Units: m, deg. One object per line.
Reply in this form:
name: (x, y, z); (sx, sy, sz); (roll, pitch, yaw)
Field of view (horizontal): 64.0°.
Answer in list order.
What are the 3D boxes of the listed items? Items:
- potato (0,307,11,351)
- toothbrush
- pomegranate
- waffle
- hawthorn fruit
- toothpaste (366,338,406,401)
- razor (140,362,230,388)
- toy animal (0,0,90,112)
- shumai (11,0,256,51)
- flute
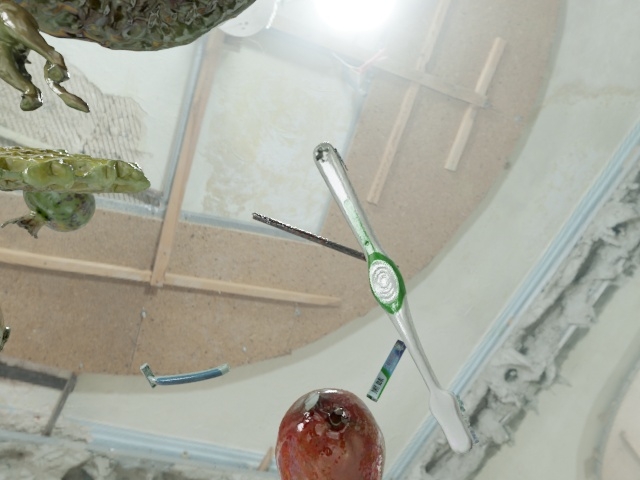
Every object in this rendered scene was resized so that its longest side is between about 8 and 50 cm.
potato: (-0.421, 0.031, 0.450); (0.298, 0.176, 0.141); (43, -48, 0)
toothbrush: (0.073, 0.041, 0.606); (0.042, 0.417, 0.040); (-35, -26, 22)
pomegranate: (-0.461, -0.059, 0.876); (0.161, 0.122, 0.122); (-50, -53, -32)
waffle: (-0.241, -0.056, 0.411); (0.184, 0.169, 0.036); (-4, -77, -45)
hawthorn fruit: (0.018, 0.315, 0.801); (0.185, 0.185, 0.202); (-12, -48, -18)
toothpaste: (0.086, 0.167, 0.661); (0.083, 0.017, 0.020); (-56, -13, -24)
razor: (-0.287, 0.289, 1.096); (0.191, 0.037, 0.068); (-7, -54, 9)
toy animal: (-0.251, -0.155, 0.364); (0.220, 0.086, 0.069); (39, -61, 5)
shumai: (-0.242, -0.456, 0.615); (0.396, 0.348, 0.395); (-12, -37, -9)
flute: (0.000, 0.000, 0.821); (0.014, 0.270, 0.014); (-47, -32, -42)
